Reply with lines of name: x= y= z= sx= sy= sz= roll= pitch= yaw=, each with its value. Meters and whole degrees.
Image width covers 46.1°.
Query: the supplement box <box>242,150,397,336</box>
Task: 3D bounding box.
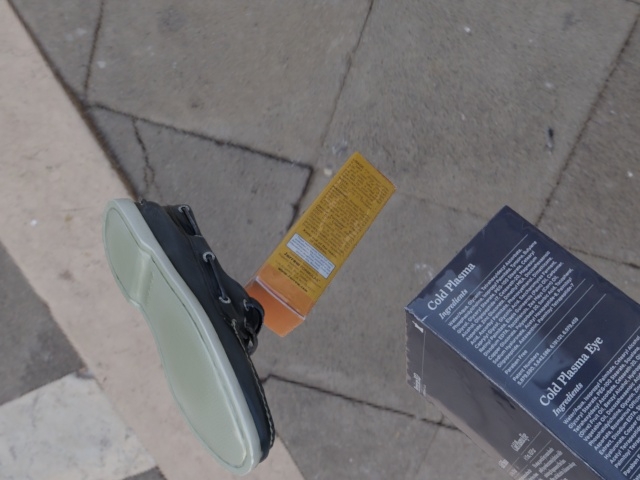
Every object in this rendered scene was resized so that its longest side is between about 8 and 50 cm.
supplement box: x=0.000 y=0.000 z=0.901 sx=0.080 sy=0.233 sz=0.078 roll=38 pitch=147 yaw=-5

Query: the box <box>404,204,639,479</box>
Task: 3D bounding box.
box: x=0.275 y=0.176 z=0.926 sx=0.312 sy=0.343 sz=0.179 roll=40 pitch=75 yaw=21

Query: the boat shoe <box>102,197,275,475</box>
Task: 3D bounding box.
boat shoe: x=-0.116 y=0.079 z=0.781 sx=0.113 sy=0.340 sz=0.127 roll=-10 pitch=135 yaw=-36
